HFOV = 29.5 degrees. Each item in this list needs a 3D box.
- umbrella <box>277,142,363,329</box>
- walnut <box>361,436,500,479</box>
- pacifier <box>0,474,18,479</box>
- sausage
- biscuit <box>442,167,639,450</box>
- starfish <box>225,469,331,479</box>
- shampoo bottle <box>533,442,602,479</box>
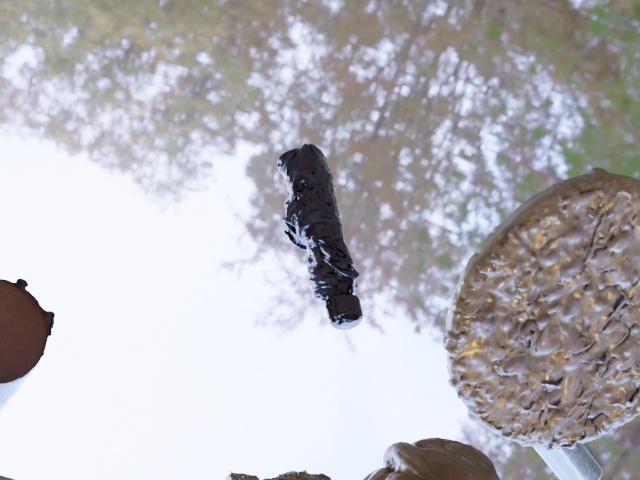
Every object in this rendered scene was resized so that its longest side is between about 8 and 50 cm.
[{"bbox_3d":[-0.001,0.002,1.331,0.071,0.080,0.224,-24,-124,11],"label":"umbrella"},{"bbox_3d":[0.115,0.274,1.250,0.166,0.166,0.149,-29,-90,-46],"label":"walnut"},{"bbox_3d":[-0.232,0.286,0.621,0.343,0.269,0.288,-22,-93,-54],"label":"pacifier"},{"bbox_3d":[-0.405,0.159,1.376,0.117,0.317,0.125,46,-128,1],"label":"sausage"},{"bbox_3d":[0.130,0.037,0.609,0.152,0.152,0.020,4,-160,-22],"label":"biscuit"},{"bbox_3d":[-0.062,0.354,1.724,0.238,0.216,0.071,1,-102,-58],"label":"starfish"},{"bbox_3d":[0.280,0.235,1.443,0.195,0.056,0.056,50,-166,-43],"label":"shampoo bottle"}]
